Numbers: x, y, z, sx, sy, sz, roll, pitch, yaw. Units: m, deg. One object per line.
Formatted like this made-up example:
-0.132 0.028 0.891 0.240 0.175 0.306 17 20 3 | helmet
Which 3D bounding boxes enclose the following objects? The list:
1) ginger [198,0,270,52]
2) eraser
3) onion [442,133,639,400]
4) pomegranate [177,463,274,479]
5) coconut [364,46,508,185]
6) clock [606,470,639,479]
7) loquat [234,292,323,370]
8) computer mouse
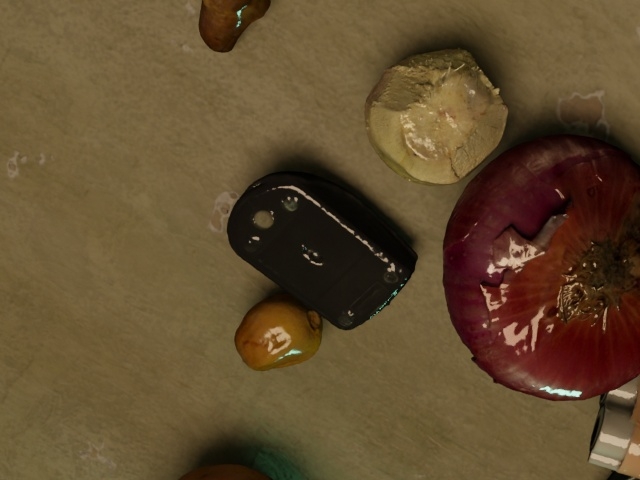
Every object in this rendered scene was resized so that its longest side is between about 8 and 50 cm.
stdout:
-0.138 -0.386 1.624 0.133 0.107 0.309 -18 117 8 | ginger
0.536 0.269 1.766 0.290 0.171 0.087 16 152 6 | eraser
0.307 0.033 1.666 0.348 0.285 0.347 -1 93 -20 | onion
-0.163 0.526 2.002 0.338 0.338 0.338 7 120 12 | pomegranate
0.146 -0.158 1.635 0.194 0.194 0.194 7 120 12 | coconut
0.572 0.451 1.914 0.325 0.067 0.325 7 120 12 | clock
-0.063 0.140 1.883 0.137 0.137 0.113 -32 92 28 | loquat
0.000 0.000 1.801 0.269 0.100 0.170 39 123 -13 | computer mouse
